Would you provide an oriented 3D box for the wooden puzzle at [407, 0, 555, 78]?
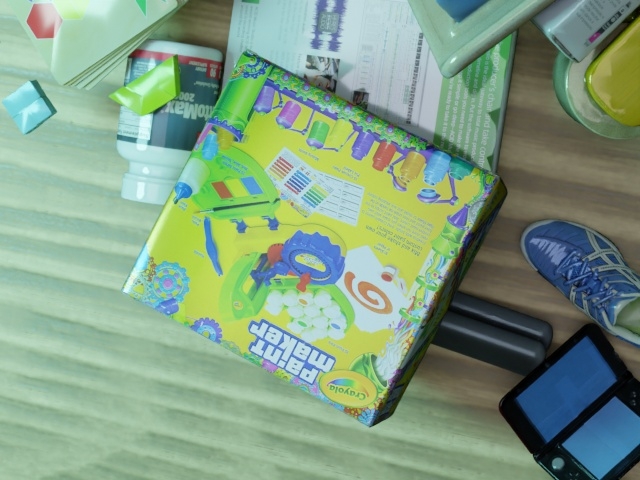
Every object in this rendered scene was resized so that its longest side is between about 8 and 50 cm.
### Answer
[{"bbox_3d":[0.189,-0.367,1.435,0.322,0.080,0.348,-36,45,20],"label":"wooden puzzle"}]

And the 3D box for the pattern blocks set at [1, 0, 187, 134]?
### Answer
[{"bbox_3d":[-0.242,-0.268,1.574,0.325,0.026,0.285,-22,96,18],"label":"pattern blocks set"}]

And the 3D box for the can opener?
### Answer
[{"bbox_3d":[0.116,0.089,1.625,0.280,0.074,0.093,15,130,12],"label":"can opener"}]

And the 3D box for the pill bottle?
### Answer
[{"bbox_3d":[-0.173,-0.132,1.647,0.108,0.108,0.180,9,95,11],"label":"pill bottle"}]

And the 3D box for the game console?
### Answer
[{"bbox_3d":[0.286,0.184,1.552,0.144,0.085,0.124,-40,50,-8],"label":"game console"}]

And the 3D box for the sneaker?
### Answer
[{"bbox_3d":[0.307,0.047,1.568,0.211,0.081,0.080,35,100,10],"label":"sneaker"}]

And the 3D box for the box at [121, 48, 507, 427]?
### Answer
[{"bbox_3d":[0.000,0.000,1.513,0.290,0.177,0.279,28,92,10],"label":"box"}]

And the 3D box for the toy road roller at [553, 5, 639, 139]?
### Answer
[{"bbox_3d":[0.422,-0.191,1.479,0.329,0.202,0.240,-43,95,9],"label":"toy road roller"}]

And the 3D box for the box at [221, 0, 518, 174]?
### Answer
[{"bbox_3d":[0.049,-0.164,1.627,0.322,0.058,0.232,10,94,13],"label":"box"}]

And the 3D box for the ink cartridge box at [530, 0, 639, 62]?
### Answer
[{"bbox_3d":[0.286,-0.383,1.468,0.330,0.071,0.324,-43,43,11],"label":"ink cartridge box"}]
